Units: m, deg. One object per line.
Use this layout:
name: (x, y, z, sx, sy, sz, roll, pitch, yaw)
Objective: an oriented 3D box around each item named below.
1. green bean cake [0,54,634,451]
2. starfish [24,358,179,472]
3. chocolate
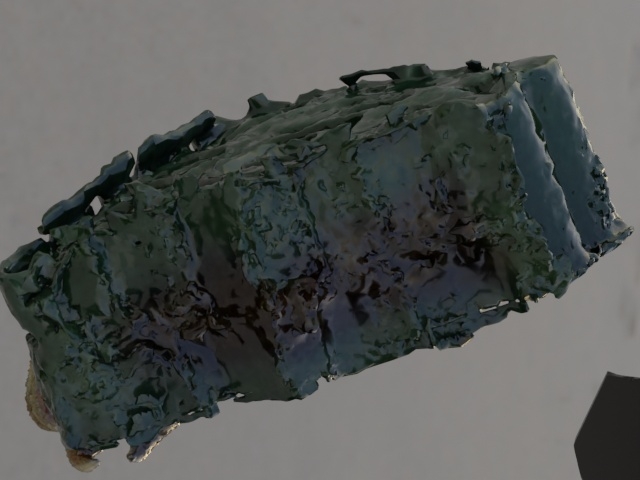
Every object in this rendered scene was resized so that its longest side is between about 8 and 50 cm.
green bean cake: (0.000, 0.000, 0.803, 0.193, 0.208, 0.107, -33, 110, -52)
starfish: (-0.101, 0.062, 1.383, 0.216, 0.071, 0.238, -6, 136, -38)
chocolate: (0.254, 0.140, 1.202, 0.133, 0.156, 0.156, -18, 119, -31)
